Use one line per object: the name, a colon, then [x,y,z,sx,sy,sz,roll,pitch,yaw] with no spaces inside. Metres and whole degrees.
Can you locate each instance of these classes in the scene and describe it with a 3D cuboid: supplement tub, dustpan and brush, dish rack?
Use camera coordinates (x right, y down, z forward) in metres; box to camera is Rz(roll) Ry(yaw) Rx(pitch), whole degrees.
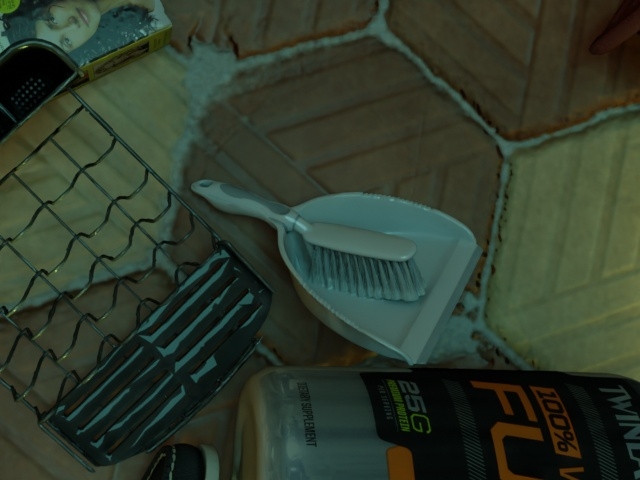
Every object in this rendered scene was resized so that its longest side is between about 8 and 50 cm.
supplement tub: [0.113,0.190,0.683,0.338,0.207,0.207,2,85,-11]
dustpan and brush: [0.000,0.000,0.740,0.211,0.060,0.147,14,42,21]
dish rack: [-0.170,0.025,0.687,0.208,0.074,0.271,-45,105,-4]

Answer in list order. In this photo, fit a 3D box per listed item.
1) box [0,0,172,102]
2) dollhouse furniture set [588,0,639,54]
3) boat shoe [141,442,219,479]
box: [-0.228,-0.134,0.719,0.232,0.058,0.087,-30,92,-11]
dollhouse furniture set: [0.416,-0.231,0.823,0.201,0.152,0.374,43,63,-4]
boat shoe: [-0.157,0.271,0.674,0.091,0.114,0.302,23,81,-14]
